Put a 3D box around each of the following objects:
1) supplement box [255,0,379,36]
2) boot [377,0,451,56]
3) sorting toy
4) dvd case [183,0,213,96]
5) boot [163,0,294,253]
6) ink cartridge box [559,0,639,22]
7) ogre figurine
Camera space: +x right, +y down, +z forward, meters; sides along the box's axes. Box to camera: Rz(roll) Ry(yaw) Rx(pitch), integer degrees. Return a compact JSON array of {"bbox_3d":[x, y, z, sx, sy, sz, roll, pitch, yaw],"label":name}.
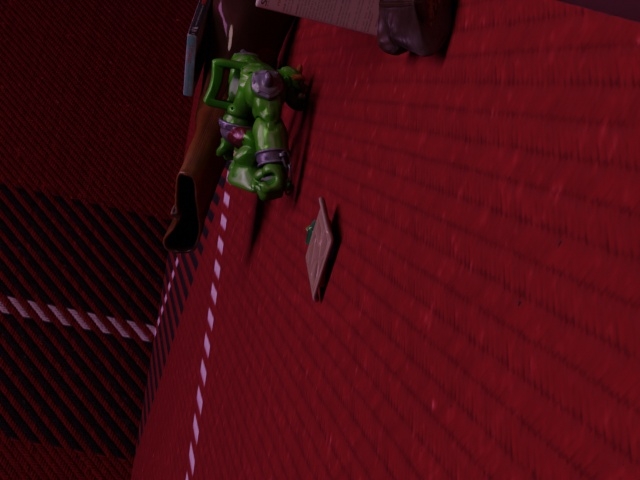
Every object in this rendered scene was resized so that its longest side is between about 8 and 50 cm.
[{"bbox_3d":[0.004,-0.179,0.939,0.062,0.098,0.036,-100,24,-64],"label":"supplement box"},{"bbox_3d":[0.058,-0.163,0.796,0.114,0.037,0.106,-132,42,-82],"label":"boot"},{"bbox_3d":[0.000,0.000,0.995,0.083,0.012,0.062,-101,20,-58],"label":"sorting toy"},{"bbox_3d":[-0.135,-0.233,1.489,0.087,0.013,0.119,101,180,-45],"label":"dvd case"},{"bbox_3d":[-0.115,-0.164,1.431,0.264,0.096,0.280,112,179,-49],"label":"boot"},{"bbox_3d":[0.070,-0.215,0.319,0.198,0.197,0.270,172,110,-79],"label":"ink cartridge box"},{"bbox_3d":[-0.064,-0.115,1.266,0.197,0.096,0.118,-72,-15,-73],"label":"ogre figurine"}]
